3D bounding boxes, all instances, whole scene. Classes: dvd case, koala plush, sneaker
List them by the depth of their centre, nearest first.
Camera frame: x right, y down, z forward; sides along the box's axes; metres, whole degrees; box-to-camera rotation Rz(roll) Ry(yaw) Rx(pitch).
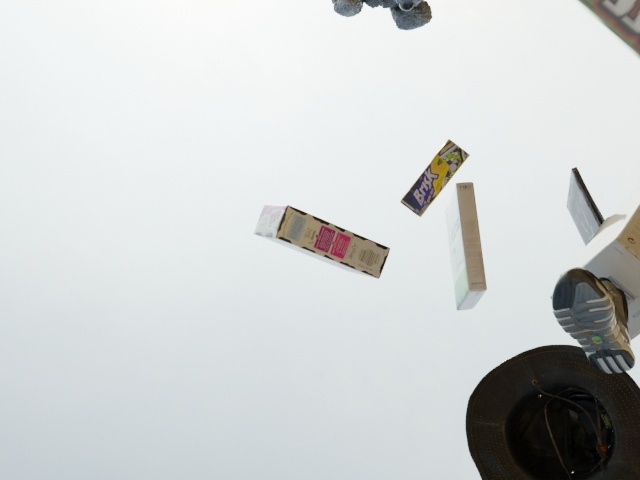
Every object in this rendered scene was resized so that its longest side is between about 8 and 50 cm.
[{"bbox_3d":[0.416,0.091,1.117,0.229,0.086,0.132,54,-142,-33],"label":"sneaker"},{"bbox_3d":[0.151,-0.491,1.308,0.196,0.203,0.221,5,-166,-20],"label":"koala plush"},{"bbox_3d":[0.644,-0.045,1.750,0.018,0.164,0.221,-15,-125,4],"label":"dvd case"}]

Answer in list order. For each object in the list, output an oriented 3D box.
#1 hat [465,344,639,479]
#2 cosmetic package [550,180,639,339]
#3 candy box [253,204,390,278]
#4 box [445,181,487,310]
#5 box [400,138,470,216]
[{"bbox_3d":[0.431,0.334,1.295,0.331,0.331,0.134,56,-154,20],"label":"hat"},{"bbox_3d":[0.593,0.008,1.328,0.155,0.197,0.365,43,-130,11],"label":"cosmetic package"},{"bbox_3d":[0.000,0.000,1.464,0.233,0.159,0.071,22,-95,-21],"label":"candy box"},{"bbox_3d":[0.419,0.022,2.121,0.058,0.232,0.322,-2,-108,1],"label":"box"},{"bbox_3d":[0.242,-0.134,1.557,0.059,0.169,0.054,37,-170,1],"label":"box"}]
